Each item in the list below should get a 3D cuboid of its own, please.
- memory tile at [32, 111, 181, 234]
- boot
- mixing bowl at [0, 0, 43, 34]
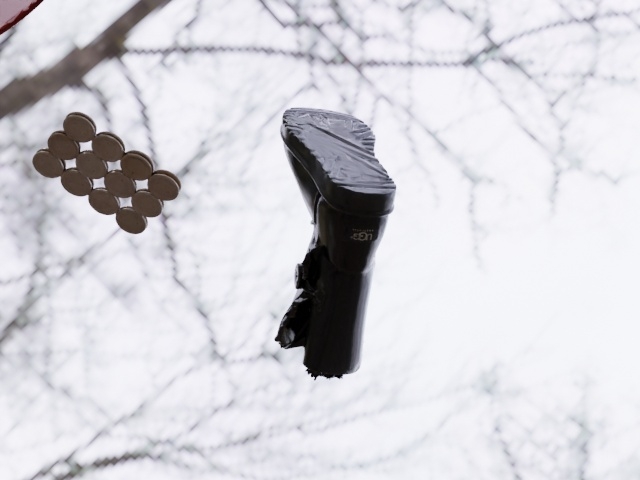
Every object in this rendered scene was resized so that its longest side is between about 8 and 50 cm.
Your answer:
[{"bbox_3d":[-0.231,-0.073,2.111,0.148,0.012,0.113,35,-45,-11],"label":"memory tile"},{"bbox_3d":[0.000,0.000,1.912,0.246,0.094,0.207,-118,-143,-61],"label":"boot"},{"bbox_3d":[-0.177,-0.153,0.924,0.098,0.181,0.181,48,-35,8],"label":"mixing bowl"}]
